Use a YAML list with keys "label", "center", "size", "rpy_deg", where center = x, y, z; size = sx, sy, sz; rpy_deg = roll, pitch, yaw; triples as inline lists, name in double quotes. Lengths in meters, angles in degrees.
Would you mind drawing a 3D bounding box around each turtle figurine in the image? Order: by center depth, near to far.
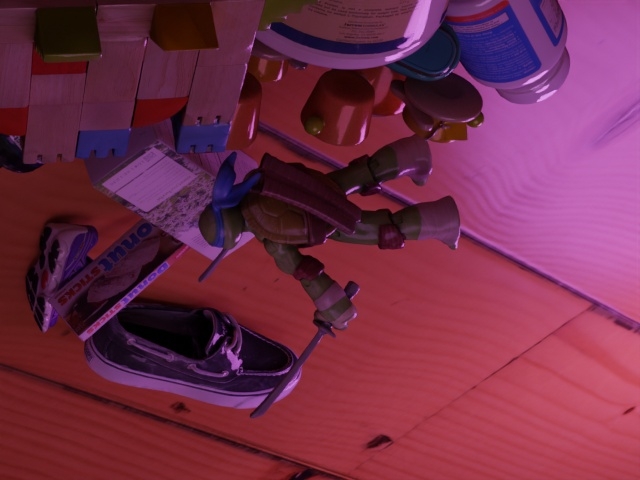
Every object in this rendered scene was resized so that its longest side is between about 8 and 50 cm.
- label: "turtle figurine"
  center: [0.000, 0.000, 1.972]
  size: [0.266, 0.198, 0.274]
  rpy_deg: [-14, 116, -12]

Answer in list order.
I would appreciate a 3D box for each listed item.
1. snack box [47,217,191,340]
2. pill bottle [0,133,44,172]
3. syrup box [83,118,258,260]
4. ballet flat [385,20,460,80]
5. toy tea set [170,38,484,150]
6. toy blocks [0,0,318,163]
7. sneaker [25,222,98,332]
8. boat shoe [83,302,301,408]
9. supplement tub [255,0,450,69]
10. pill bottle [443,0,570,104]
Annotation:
- label: "snack box"
  center: [-0.227, 0.035, 2.129]
  size: [0.178, 0.064, 0.022]
  rpy_deg: [-41, 153, -6]
- label: "pill bottle"
  center: [-0.283, -0.144, 1.860]
  size: [0.219, 0.122, 0.123]
  rpy_deg: [-28, 145, 13]
- label: "syrup box"
  center: [-0.157, -0.074, 2.039]
  size: [0.093, 0.096, 0.237]
  rpy_deg: [-34, 144, 18]
- label: "ballet flat"
  center: [0.028, -0.233, 1.876]
  size: [0.247, 0.087, 0.083]
  rpy_deg: [29, 89, -3]
- label: "toy tea set"
  center: [-0.006, -0.145, 1.927]
  size: [0.336, 0.200, 0.124]
  rpy_deg: [-2, 134, -24]
- label: "toy blocks"
  center: [-0.217, -0.169, 1.644]
  size: [0.381, 0.190, 0.261]
  rpy_deg: [-4, 151, -15]
- label: "sneaker"
  center: [-0.299, 0.046, 2.165]
  size: [0.071, 0.068, 0.170]
  rpy_deg: [-5, 143, -30]
- label: "boat shoe"
  center: [-0.145, 0.133, 2.333]
  size: [0.301, 0.108, 0.102]
  rpy_deg: [13, 136, -28]
- label: "supplement tub"
  center: [0.040, -0.334, 1.660]
  size: [0.228, 0.228, 0.316]
  rpy_deg: [-5, 143, -19]
- label: "pill bottle"
  center: [0.190, -0.237, 1.958]
  size: [0.124, 0.124, 0.221]
  rpy_deg: [-26, 145, 10]
